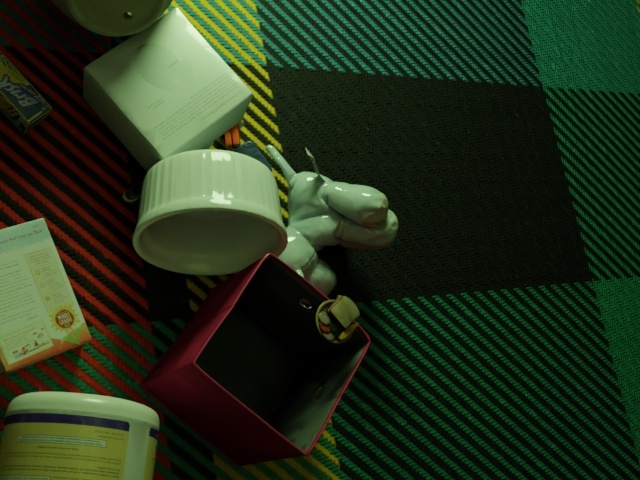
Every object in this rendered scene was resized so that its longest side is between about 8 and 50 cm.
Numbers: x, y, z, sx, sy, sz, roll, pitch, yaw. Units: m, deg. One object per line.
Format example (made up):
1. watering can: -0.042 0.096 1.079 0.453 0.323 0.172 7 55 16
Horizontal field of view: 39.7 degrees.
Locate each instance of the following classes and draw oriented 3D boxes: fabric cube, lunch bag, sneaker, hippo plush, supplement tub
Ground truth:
1. fabric cube: -0.116 0.220 1.583 0.254 0.258 0.259 41 58 -12
2. lunch bag: -0.144 -0.146 1.807 0.067 0.065 0.098 -34 91 -14
3. sneaker: -0.336 -0.099 1.692 0.083 0.035 0.031 -36 95 -35
4. hippo plush: 0.000 0.000 1.737 0.294 0.234 0.236 46 65 -42
5. supplement tub: -0.385 0.416 1.362 0.241 0.241 0.331 15 66 -26

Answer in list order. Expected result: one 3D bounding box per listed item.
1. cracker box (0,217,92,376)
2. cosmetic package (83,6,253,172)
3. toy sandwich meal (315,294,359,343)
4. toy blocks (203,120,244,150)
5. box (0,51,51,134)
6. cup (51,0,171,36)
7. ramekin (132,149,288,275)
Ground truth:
1. cracker box: -0.508 0.094 1.503 0.156 0.067 0.232 -19 85 -35
2. cosmetic package: -0.290 -0.273 1.680 0.224 0.138 0.224 -40 87 -22
3. toy sandwich meal: 0.031 0.136 1.526 0.085 0.029 0.085 11 68 -28
4. toy blocks: -0.212 -0.220 1.799 0.123 0.054 0.148 4 72 -30
5. box: -0.569 -0.278 1.602 0.169 0.054 0.059 49 56 -9
6. cup: -0.378 -0.505 1.591 0.331 0.331 0.237 7 49 -29
7. ramekin: -0.201 -0.051 1.622 0.277 0.277 0.135 10 60 -28
